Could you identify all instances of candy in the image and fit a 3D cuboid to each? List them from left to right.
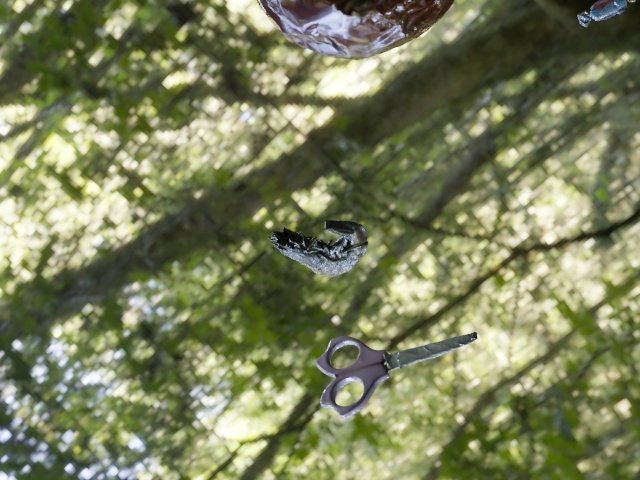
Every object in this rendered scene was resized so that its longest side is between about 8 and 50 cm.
[{"bbox_3d":[0.400,-0.322,1.955,0.020,0.083,0.030,-97,-19,-49],"label":"candy"}]

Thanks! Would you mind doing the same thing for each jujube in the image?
[{"bbox_3d":[0.067,-0.404,1.712,0.276,0.377,0.276,23,178,1],"label":"jujube"}]

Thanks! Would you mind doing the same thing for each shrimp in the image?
[{"bbox_3d":[0.000,0.000,1.755,0.161,0.091,0.034,20,-151,-48],"label":"shrimp"}]

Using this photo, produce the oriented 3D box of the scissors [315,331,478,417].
[{"bbox_3d":[0.094,0.148,1.724,0.021,0.212,0.110,52,-155,-54],"label":"scissors"}]
